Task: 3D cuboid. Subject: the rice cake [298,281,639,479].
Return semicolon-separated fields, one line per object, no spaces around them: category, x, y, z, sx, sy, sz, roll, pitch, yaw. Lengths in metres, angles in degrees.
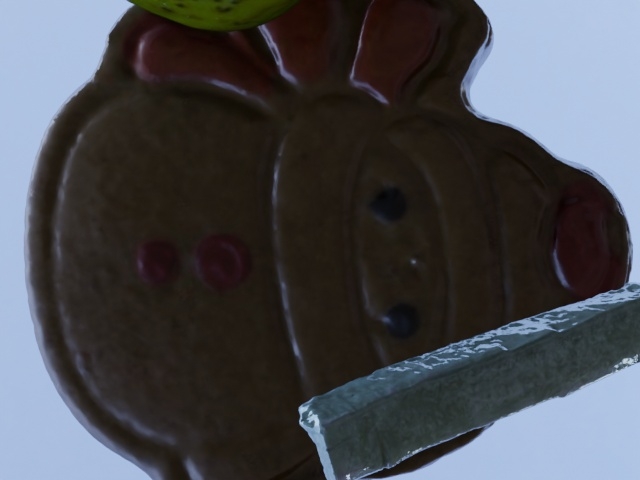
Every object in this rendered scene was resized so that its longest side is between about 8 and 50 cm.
rice cake;0.069;0.055;0.721;0.170;0.029;0.033;-19;-69;-25

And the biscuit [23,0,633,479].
biscuit;0.000;0.000;1.123;0.074;0.381;0.359;-29;-64;-74

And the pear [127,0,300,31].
pear;-0.097;-0.259;0.974;0.238;0.342;0.318;-46;-55;-40
